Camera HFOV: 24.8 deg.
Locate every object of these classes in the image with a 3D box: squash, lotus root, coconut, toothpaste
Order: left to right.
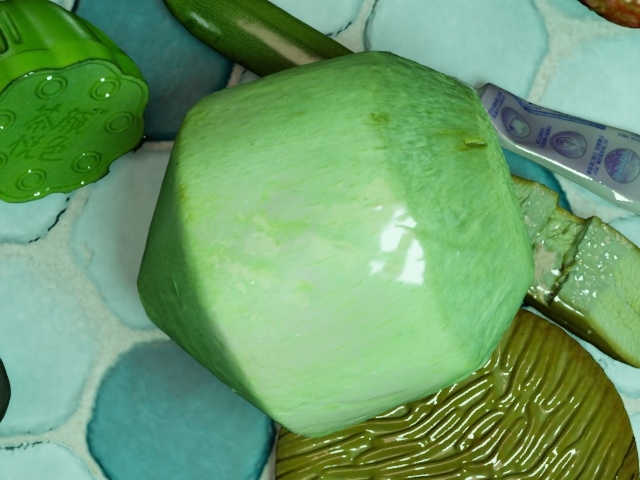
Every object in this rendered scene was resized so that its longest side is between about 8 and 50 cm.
[{"bbox_3d":[-0.262,-0.151,1.293,0.186,0.186,0.186,0,83,2],"label":"lotus root"},{"bbox_3d":[-0.039,-0.175,1.323,0.258,0.069,0.069,31,85,6],"label":"squash"},{"bbox_3d":[0.000,0.000,1.180,0.329,0.281,0.328,-4,76,16],"label":"coconut"},{"bbox_3d":[0.244,-0.077,1.312,0.301,0.048,0.075,24,73,3],"label":"toothpaste"}]

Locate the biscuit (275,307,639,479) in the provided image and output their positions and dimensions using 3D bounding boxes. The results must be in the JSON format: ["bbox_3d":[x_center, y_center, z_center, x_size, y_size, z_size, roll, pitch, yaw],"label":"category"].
[{"bbox_3d":[0.116,0.198,1.258,0.318,0.040,0.317,-2,72,6],"label":"biscuit"}]

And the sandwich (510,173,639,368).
[{"bbox_3d":[0.204,0.015,1.279,0.244,0.088,0.090,32,81,6],"label":"sandwich"}]

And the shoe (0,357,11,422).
[{"bbox_3d":[-0.433,0.207,1.201,0.384,0.237,0.171,-42,83,-4],"label":"shoe"}]

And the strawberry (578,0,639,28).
[{"bbox_3d":[0.239,-0.368,1.257,0.292,0.292,0.343,15,96,4],"label":"strawberry"}]
